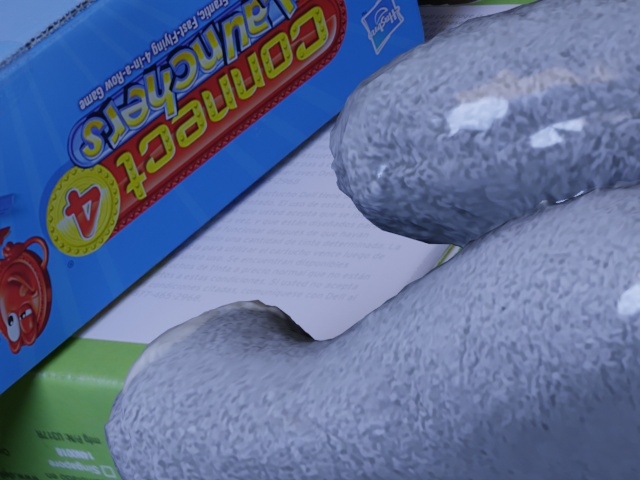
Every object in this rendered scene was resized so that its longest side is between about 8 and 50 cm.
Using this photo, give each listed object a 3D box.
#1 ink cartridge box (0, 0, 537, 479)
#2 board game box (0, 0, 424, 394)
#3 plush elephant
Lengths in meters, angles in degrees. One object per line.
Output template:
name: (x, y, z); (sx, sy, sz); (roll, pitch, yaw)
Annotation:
ink cartridge box: (0.000, 0.000, 0.651); (0.189, 0.097, 0.255); (3, 37, 35)
board game box: (-0.180, -0.046, 0.633); (0.308, 0.086, 0.302); (18, 48, 41)
plush elephant: (0.154, -0.014, 0.459); (0.330, 0.272, 0.255); (-50, 7, 40)
